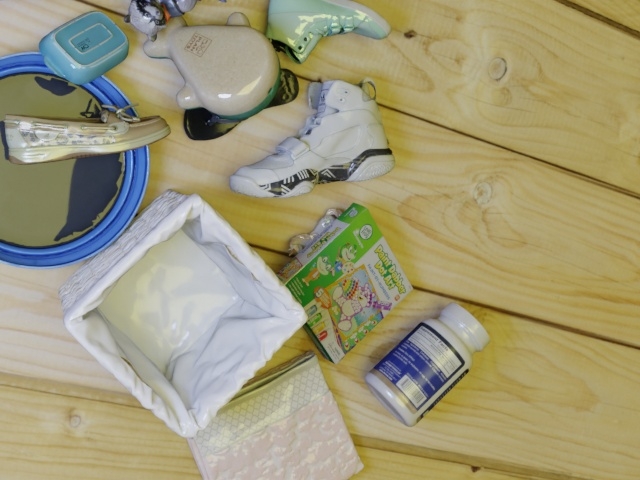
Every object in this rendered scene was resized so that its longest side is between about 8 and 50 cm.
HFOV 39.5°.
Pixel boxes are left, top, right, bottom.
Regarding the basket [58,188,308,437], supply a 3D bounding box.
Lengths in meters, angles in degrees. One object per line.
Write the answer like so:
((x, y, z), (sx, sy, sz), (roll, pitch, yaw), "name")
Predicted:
((-0.270, 0.124, 1.674), (0.331, 0.266, 0.328), (-45, 111, -10), "basket")

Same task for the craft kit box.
((0.051, 0.092, 1.872), (0.246, 0.061, 0.250), (-45, 125, -18), "craft kit box")

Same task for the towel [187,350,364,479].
((-0.098, 0.440, 1.907), (0.331, 0.053, 0.317), (-25, 107, -15), "towel")

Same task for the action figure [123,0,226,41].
((-0.219, -0.494, 1.615), (0.330, 0.341, 0.178), (-49, 146, -3), "action figure")

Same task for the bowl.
((-0.513, -0.144, 1.628), (0.391, 0.077, 0.391), (-3, 97, -24), "bowl")

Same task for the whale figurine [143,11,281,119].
((-0.200, -0.333, 1.691), (0.272, 0.141, 0.216), (28, 82, 18), "whale figurine")

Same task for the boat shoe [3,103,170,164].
((-0.407, -0.196, 1.570), (0.285, 0.104, 0.089), (-12, 104, -22), "boat shoe")

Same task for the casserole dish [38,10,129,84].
((-0.420, -0.355, 1.609), (0.114, 0.037, 0.188), (45, 45, -4), "casserole dish")

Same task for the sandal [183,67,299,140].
((-0.158, -0.279, 1.769), (0.254, 0.054, 0.097), (-29, 107, -15), "sandal")

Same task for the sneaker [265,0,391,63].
((0.009, -0.412, 1.793), (0.255, 0.094, 0.151), (16, 86, -13), "sneaker")

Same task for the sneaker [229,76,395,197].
((-0.024, -0.209, 1.794), (0.365, 0.137, 0.210), (-13, 102, -25), "sneaker")

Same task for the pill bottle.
((0.238, 0.268, 1.958), (0.264, 0.153, 0.153), (-42, 110, -11), "pill bottle")

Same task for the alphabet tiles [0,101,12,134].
((-0.644, -0.139, 1.624), (0.237, 0.009, 0.198), (-37, 109, -12), "alphabet tiles")

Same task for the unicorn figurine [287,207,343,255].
((0.000, 0.000, 1.880), (0.111, 0.060, 0.162), (38, 68, -21), "unicorn figurine")
